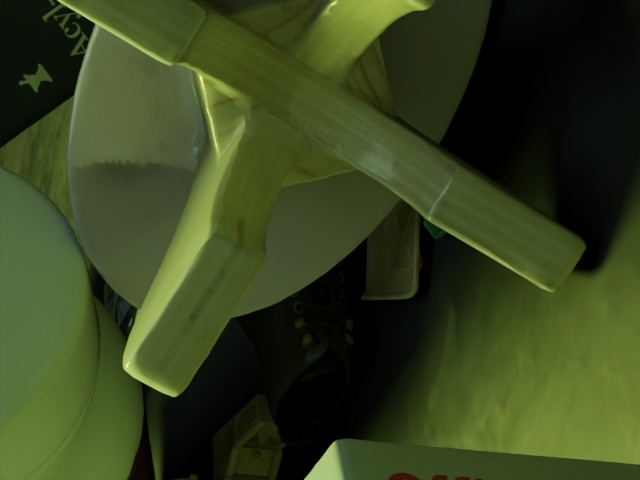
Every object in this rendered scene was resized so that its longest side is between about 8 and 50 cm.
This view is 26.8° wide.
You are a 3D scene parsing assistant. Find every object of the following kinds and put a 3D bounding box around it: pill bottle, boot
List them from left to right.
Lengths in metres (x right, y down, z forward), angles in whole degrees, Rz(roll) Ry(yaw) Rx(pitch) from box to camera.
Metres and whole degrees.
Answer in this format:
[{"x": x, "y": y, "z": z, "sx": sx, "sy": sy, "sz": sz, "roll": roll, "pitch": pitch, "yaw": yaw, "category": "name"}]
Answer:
[{"x": -0.208, "y": 0.142, "z": 0.786, "sx": 0.392, "sy": 0.224, "sz": 0.224, "roll": 93, "pitch": 171, "yaw": -54, "category": "pill bottle"}, {"x": 0.000, "y": 0.000, "z": 0.727, "sx": 0.137, "sy": 0.077, "sz": 0.198, "roll": -109, "pitch": 24, "yaw": -45, "category": "boot"}]

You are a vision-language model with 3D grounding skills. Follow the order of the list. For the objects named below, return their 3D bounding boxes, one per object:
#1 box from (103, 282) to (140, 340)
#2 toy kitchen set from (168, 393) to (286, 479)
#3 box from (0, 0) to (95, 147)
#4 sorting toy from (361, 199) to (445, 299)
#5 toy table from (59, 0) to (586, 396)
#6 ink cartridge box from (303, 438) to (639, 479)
[{"x": -0.147, "y": 0.050, "z": 1.077, "sx": 0.136, "sy": 0.028, "sz": 0.081, "roll": -46, "pitch": 41, "yaw": 49, "category": "box"}, {"x": -0.050, "y": 0.140, "z": 0.777, "sx": 0.075, "sy": 0.068, "sz": 0.083, "roll": -47, "pitch": 40, "yaw": 51, "category": "toy kitchen set"}, {"x": -0.334, "y": -0.209, "z": 1.039, "sx": 0.395, "sy": 0.293, "sz": 0.212, "roll": -39, "pitch": 21, "yaw": -12, "category": "box"}, {"x": 0.045, "y": 0.000, "z": 0.690, "sx": 0.083, "sy": 0.012, "sz": 0.062, "roll": 173, "pitch": 104, "yaw": -66, "category": "sorting toy"}, {"x": -0.011, "y": -0.071, "z": 0.589, "sx": 0.161, "sy": 0.252, "sz": 0.274, "roll": -123, "pitch": 53, "yaw": -72, "category": "toy table"}, {"x": 0.070, "y": 0.168, "z": 0.405, "sx": 0.203, "sy": 0.148, "sz": 0.086, "roll": -104, "pitch": 32, "yaw": -41, "category": "ink cartridge box"}]
